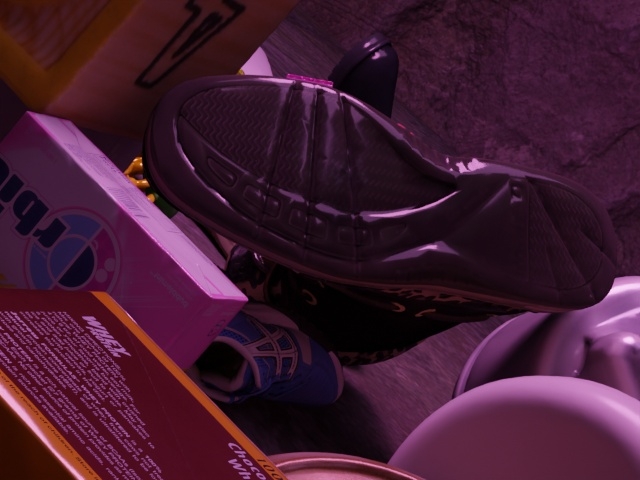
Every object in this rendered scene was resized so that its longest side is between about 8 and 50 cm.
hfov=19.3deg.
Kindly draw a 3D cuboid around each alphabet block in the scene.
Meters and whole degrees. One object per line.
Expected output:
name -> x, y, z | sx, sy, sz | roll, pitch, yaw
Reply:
alphabet block -> -0.146, -0.201, 1.317 | 0.192, 0.193, 0.197 | 44, 12, 19

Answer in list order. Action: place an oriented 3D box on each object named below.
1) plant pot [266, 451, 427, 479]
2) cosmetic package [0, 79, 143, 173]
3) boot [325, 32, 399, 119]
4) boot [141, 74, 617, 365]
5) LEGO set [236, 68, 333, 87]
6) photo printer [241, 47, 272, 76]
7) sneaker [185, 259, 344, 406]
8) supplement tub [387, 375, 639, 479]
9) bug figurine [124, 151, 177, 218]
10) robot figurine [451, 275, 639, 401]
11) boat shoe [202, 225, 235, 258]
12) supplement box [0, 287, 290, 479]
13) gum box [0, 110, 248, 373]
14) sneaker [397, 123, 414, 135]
plant pot -> 0.020, 0.192, 0.985 | 0.236, 0.032, 0.236 | 12, 37, -9
cosmetic package -> -0.256, -0.118, 1.388 | 0.238, 0.107, 0.127 | 28, 17, -38
boot -> 0.080, -0.077, 2.036 | 0.207, 0.246, 0.094 | 41, 42, 16
boot -> 0.000, 0.000, 1.443 | 0.377, 0.138, 0.284 | 12, -19, -25
LEGO set -> -0.108, -0.124, 1.857 | 0.227, 0.093, 0.087 | 10, 15, -1
photo printer -> -0.195, -0.235, 2.011 | 0.307, 0.107, 0.256 | 38, 12, -16
sneaker -> -0.058, 0.087, 1.366 | 0.211, 0.080, 0.081 | 30, 38, -44
supplement tub -> 0.196, 0.228, 1.198 | 0.241, 0.241, 0.331 | 48, 13, 33
bug figurine -> -0.142, -0.139, 1.604 | 0.072, 0.216, 0.279 | -3, 18, -8
robot figurine -> 0.226, 0.144, 1.542 | 0.353, 0.300, 0.199 | 143, -67, -72
boat shoe -> -0.042, -0.023, 1.730 | 0.302, 0.098, 0.109 | 45, 12, 22
supplement box -> -0.114, 0.130, 0.830 | 0.191, 0.129, 0.194 | 44, 12, 16
gum box -> -0.153, 0.013, 1.204 | 0.188, 0.107, 0.062 | 44, 12, 17
sneaker -> 0.105, -0.046, 2.289 | 0.299, 0.121, 0.112 | 33, 42, -2
